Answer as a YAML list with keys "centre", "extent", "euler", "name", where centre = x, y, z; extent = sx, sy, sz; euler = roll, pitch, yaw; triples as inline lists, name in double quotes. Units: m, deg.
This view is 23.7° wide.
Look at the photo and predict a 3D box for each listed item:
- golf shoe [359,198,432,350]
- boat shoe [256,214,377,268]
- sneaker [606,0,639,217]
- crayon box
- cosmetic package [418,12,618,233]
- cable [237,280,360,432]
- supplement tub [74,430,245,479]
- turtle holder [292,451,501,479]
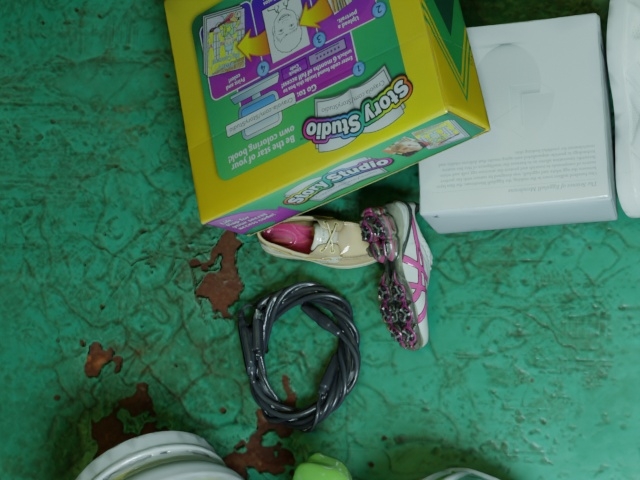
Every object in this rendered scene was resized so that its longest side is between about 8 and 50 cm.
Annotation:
- centre: [0.111, 0.041, 1.864]
  extent: [0.086, 0.067, 0.186]
  euler: [-16, 97, -32]
  name: "golf shoe"
- centre: [0.000, 0.000, 1.904]
  extent: [0.170, 0.059, 0.063]
  euler: [1, 80, 14]
  name: "boat shoe"
- centre: [0.431, -0.179, 1.782]
  extent: [0.169, 0.108, 0.292]
  euler: [-6, 87, 38]
  name: "sneaker"
- centre: [-0.003, -0.215, 1.828]
  extent: [0.363, 0.106, 0.313]
  euler: [-23, 69, 31]
  name: "crayon box"
- centre: [0.234, -0.134, 1.830]
  extent: [0.224, 0.138, 0.224]
  euler: [-4, 77, 14]
  name: "cosmetic package"
- centre: [-0.021, 0.147, 1.896]
  extent: [0.151, 0.047, 0.184]
  euler: [-14, 74, 6]
  name: "cable"
- centre: [-0.149, 0.401, 1.735]
  extent: [0.235, 0.235, 0.325]
  euler: [-37, 49, 5]
  name: "supplement tub"
- centre: [0.121, 0.377, 1.722]
  extent: [0.320, 0.243, 0.227]
  euler: [6, 43, 24]
  name: "turtle holder"
